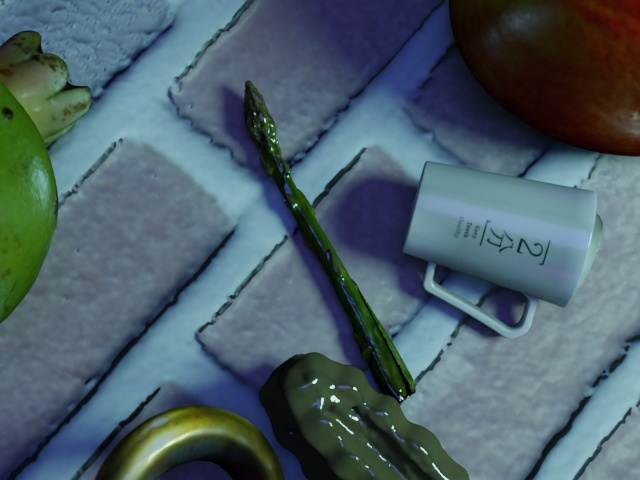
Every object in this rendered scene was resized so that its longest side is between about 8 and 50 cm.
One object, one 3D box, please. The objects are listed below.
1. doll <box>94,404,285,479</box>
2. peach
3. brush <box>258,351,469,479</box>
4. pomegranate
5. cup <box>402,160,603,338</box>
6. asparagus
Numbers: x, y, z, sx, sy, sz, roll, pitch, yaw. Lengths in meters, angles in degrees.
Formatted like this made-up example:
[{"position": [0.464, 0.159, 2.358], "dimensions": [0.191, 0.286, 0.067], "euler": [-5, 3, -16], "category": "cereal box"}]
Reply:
[{"position": [-0.053, 0.283, 0.603], "dimensions": [0.340, 0.209, 0.318], "euler": [-44, 99, -13], "category": "doll"}, {"position": [0.232, -0.169, 0.739], "dimensions": [0.274, 0.245, 0.249], "euler": [6, 105, -14], "category": "peach"}, {"position": [0.085, 0.179, 0.700], "dimensions": [0.301, 0.084, 0.071], "euler": [42, 76, 0], "category": "brush"}, {"position": [-0.235, -0.045, 0.680], "dimensions": [0.202, 0.202, 0.248], "euler": [36, 47, 4], "category": "pomegranate"}, {"position": [0.111, 0.007, 0.749], "dimensions": [0.116, 0.074, 0.104], "euler": [14, 105, 2], "category": "cup"}, {"position": [0.000, 0.000, 0.759], "dimensions": [0.023, 0.022, 0.233], "euler": [-29, 81, 11], "category": "asparagus"}]
